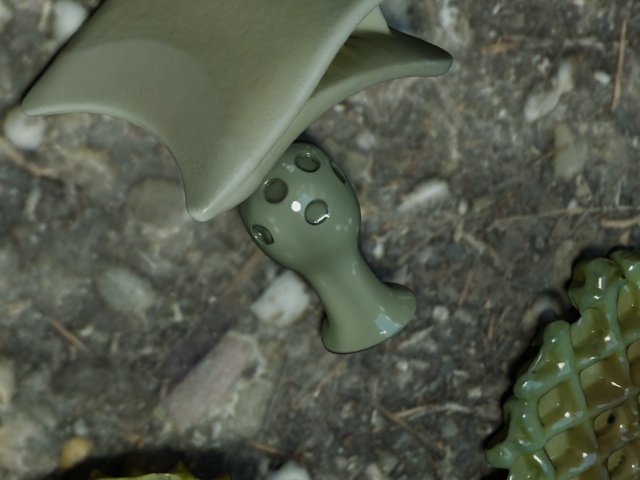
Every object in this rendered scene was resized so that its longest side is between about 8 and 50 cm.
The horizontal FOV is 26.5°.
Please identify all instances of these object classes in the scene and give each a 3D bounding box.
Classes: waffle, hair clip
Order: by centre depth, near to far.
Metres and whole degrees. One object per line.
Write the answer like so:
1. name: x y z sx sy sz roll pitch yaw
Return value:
1. hair clip: -0.010 -0.129 0.769 0.282 0.172 0.113 -23 128 -36
2. waffle: 0.264 0.150 1.124 0.309 0.056 0.292 14 100 -36

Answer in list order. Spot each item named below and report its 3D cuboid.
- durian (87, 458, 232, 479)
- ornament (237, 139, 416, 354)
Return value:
1. durian: -0.111 0.238 0.839 0.306 0.166 0.172 -11 112 -31
2. ornament: 0.000 0.000 0.879 0.075 0.081 0.156 -20 129 17
